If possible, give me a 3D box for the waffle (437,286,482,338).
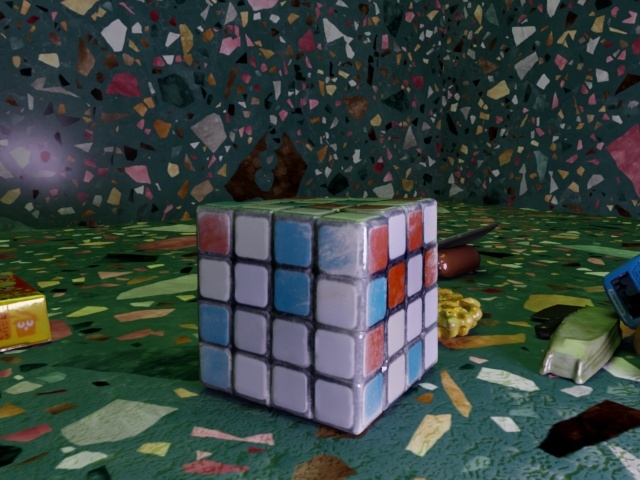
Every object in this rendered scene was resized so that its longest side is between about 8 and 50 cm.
[{"bbox_3d":[0.157,0.127,1.029,0.283,0.065,0.309,5,7,17],"label":"waffle"}]

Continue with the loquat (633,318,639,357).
[{"bbox_3d":[0.503,0.140,0.752,0.137,0.137,0.113,-3,-25,-18],"label":"loquat"}]

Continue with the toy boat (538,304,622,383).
[{"bbox_3d":[0.427,0.152,0.877,0.093,0.055,0.293,10,14,38],"label":"toy boat"}]

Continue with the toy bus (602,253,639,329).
[{"bbox_3d":[0.592,0.086,0.920,0.246,0.113,0.134,7,-36,-40],"label":"toy bus"}]

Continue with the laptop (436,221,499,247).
[{"bbox_3d":[0.324,0.017,1.455,0.269,0.015,0.187,-17,-12,-8],"label":"laptop"}]

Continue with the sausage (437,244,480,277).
[{"bbox_3d":[0.359,0.053,1.442,0.077,0.077,0.194,8,12,44],"label":"sausage"}]

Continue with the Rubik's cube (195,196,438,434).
[{"bbox_3d":[0.005,0.072,0.756,0.259,0.256,0.253,5,10,33],"label":"Rubik's cube"}]

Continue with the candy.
[{"bbox_3d":[-0.599,0.125,0.987,0.146,0.088,0.276,-9,11,-38],"label":"candy"}]

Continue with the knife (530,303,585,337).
[{"bbox_3d":[0.443,0.147,1.043,0.072,0.019,0.245,2,6,39],"label":"knife"}]
